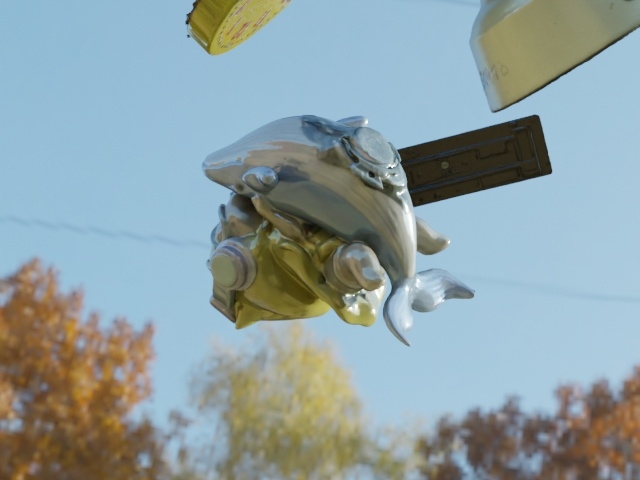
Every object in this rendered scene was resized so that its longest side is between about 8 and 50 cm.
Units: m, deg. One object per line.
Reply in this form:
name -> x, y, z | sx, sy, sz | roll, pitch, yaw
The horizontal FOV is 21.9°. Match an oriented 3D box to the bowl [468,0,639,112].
bowl -> 0.254, -0.247, 1.776 | 0.238, 0.238, 0.126 | -30, -85, 41

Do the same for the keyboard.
keyboard -> 0.121, -0.070, 1.618 | 0.204, 0.061, 0.013 | -14, 0, 2

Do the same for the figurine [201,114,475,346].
figurine -> 0.000, 0.000, 1.142 | 0.208, 0.128, 0.184 | 39, -53, 16

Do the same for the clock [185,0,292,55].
clock -> -0.028, -0.312, 1.853 | 0.071, 0.277, 0.293 | 46, -63, 3
